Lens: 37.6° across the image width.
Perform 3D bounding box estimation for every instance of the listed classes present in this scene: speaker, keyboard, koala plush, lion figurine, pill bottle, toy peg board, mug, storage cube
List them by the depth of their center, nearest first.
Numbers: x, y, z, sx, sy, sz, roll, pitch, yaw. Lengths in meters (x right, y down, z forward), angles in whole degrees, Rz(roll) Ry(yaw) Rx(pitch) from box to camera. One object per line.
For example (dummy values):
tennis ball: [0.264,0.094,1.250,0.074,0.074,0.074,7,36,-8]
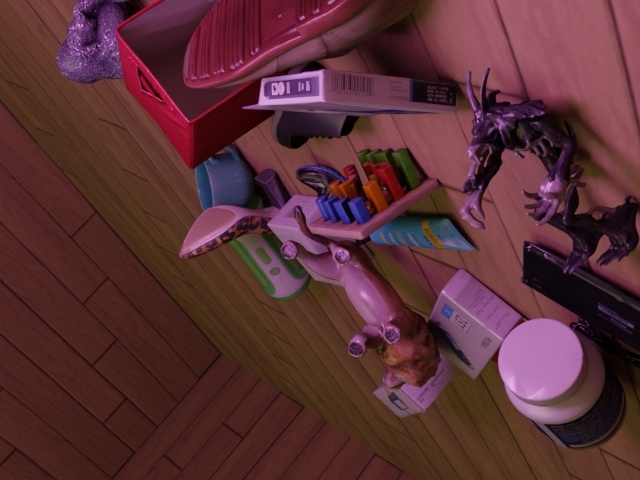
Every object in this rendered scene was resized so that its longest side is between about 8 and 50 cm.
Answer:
keyboard: [0.431,0.118,1.361,0.317,0.033,0.201,33,160,27]
storage cube: [-0.178,-0.255,1.422,0.183,0.215,0.193,51,165,9]
pill bottle: [0.371,0.221,1.446,0.153,0.153,0.265,28,172,36]
toy peg board: [0.068,-0.080,1.458,0.161,0.161,0.079,7,127,61]
koala plush: [-0.322,-0.328,1.649,0.221,0.203,0.196,29,163,-1]
lion figurine: [0.088,0.104,1.757,0.392,0.142,0.240,63,-159,9]
mug: [-0.194,-0.123,1.957,0.158,0.097,0.129,127,128,-64]
speaker: [-0.132,0.009,2.136,0.131,0.131,0.296,23,156,45]

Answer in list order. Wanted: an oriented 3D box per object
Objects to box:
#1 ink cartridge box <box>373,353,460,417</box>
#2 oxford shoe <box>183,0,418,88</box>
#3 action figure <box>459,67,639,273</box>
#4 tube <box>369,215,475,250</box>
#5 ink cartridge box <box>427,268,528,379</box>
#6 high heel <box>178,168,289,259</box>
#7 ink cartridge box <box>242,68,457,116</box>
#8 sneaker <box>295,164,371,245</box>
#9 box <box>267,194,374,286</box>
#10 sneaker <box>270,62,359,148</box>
ink cartridge box: [0.215,0.296,2.044,0.093,0.154,0.212,43,164,1]
oxford shoe: [-0.035,-0.248,1.155,0.130,0.123,0.348,16,161,-43]
action figure: [0.249,-0.070,1.106,0.276,0.141,0.164,42,165,-16]
tube: [0.166,-0.014,1.583,0.080,0.052,0.207,40,159,-31]
ink cartridge box: [0.322,0.197,1.727,0.261,0.066,0.296,38,163,13]
high heel: [-0.157,-0.004,1.928,0.093,0.261,0.186,38,163,42]
ink cartridge box: [0.034,-0.188,1.221,0.206,0.045,0.208,-1,-175,-32]
sneaker: [0.028,-0.065,1.689,0.188,0.078,0.067,43,163,-4]
box: [0.000,0.000,1.886,0.170,0.091,0.130,50,161,-25]
sneaker: [-0.007,-0.181,1.472,0.118,0.083,0.222,38,162,9]
